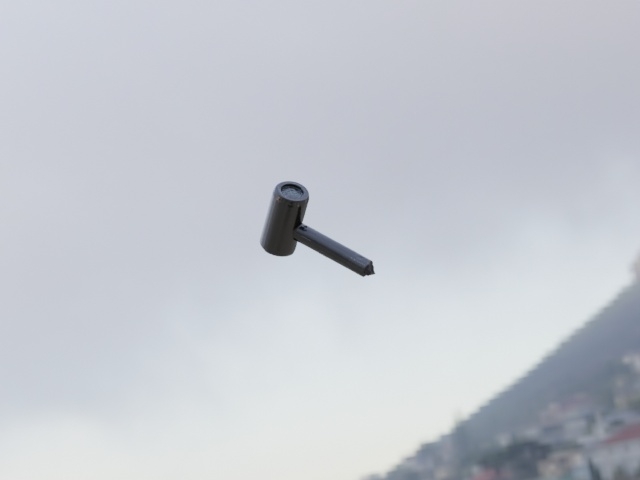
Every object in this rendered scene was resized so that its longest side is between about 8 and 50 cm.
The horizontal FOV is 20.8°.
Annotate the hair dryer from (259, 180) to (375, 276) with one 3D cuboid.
[{"bbox_3d":[0.000,0.000,1.138,0.026,0.083,0.047,-37,-29,-47],"label":"hair dryer"}]
